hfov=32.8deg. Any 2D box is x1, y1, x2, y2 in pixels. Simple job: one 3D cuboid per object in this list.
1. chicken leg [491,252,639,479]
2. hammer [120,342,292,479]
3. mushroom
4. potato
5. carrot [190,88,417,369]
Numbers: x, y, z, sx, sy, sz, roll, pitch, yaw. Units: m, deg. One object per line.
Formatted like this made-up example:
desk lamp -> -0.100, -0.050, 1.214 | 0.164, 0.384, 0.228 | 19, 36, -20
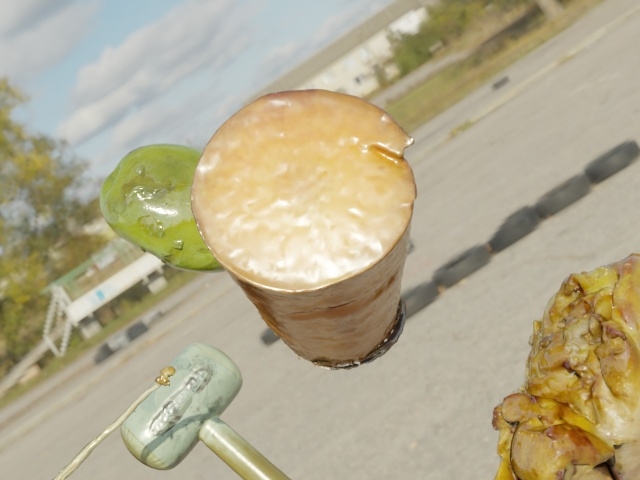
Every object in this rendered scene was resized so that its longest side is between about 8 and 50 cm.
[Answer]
chicken leg -> 0.254, 0.229, 1.019 | 0.182, 0.410, 0.295 | 12, 29, 40
hammer -> -0.130, 0.301, 1.594 | 0.202, 0.305, 0.113 | -50, -16, -14
mushroom -> -0.292, 0.264, 1.435 | 0.286, 0.026, 0.028 | -43, -31, 9
potato -> -0.193, -0.048, 1.570 | 0.186, 0.253, 0.149 | -90, 9, -50
carrot -> 0.000, 0.000, 1.017 | 0.196, 0.196, 0.254 | -34, -23, -8
